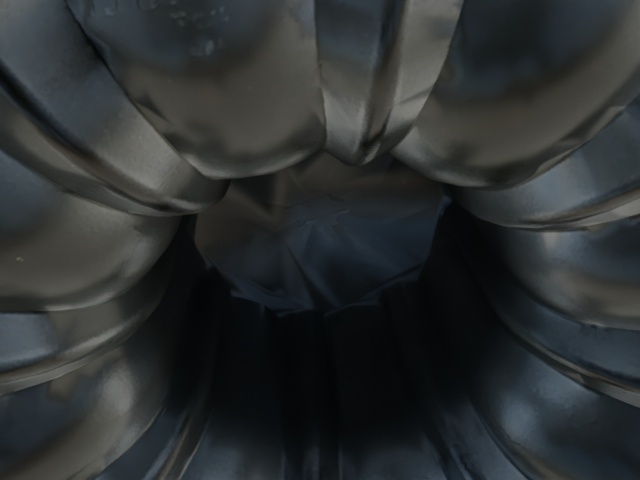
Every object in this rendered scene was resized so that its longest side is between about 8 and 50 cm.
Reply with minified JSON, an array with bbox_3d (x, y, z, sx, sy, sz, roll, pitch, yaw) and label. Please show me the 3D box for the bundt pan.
[{"bbox_3d":[0.000,0.000,0.505,0.331,0.331,0.124,-22,36,11],"label":"bundt pan"}]
